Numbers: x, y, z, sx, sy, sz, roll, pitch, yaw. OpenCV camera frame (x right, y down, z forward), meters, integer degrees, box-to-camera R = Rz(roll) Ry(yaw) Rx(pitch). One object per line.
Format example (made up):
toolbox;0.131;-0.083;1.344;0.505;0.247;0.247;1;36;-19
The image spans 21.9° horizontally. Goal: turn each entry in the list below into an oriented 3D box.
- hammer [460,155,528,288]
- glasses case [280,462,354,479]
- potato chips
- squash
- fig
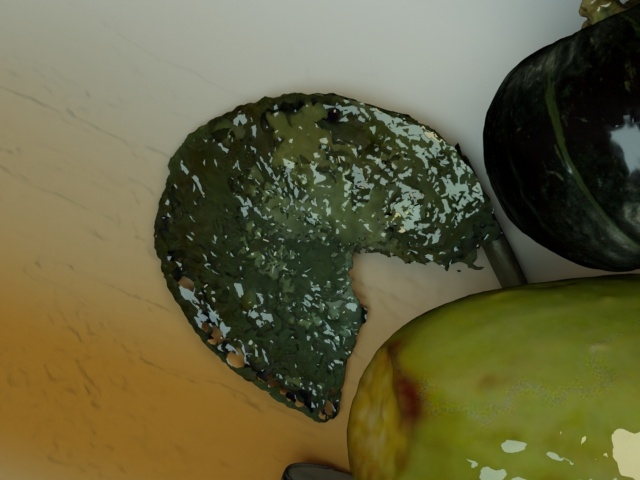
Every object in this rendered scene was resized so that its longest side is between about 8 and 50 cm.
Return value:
hammer;0.122;0.032;1.001;0.062;0.017;0.182;-23;97;21
glasses case;-0.015;0.297;1.092;0.114;0.060;0.299;23;110;11
potato chips;-0.002;0.001;1.019;0.220;0.029;0.202;-33;91;26
squash;0.182;-0.064;0.865;0.193;0.193;0.156;-36;111;22
fig;0.171;0.133;0.871;0.326;0.258;0.258;26;112;-15
